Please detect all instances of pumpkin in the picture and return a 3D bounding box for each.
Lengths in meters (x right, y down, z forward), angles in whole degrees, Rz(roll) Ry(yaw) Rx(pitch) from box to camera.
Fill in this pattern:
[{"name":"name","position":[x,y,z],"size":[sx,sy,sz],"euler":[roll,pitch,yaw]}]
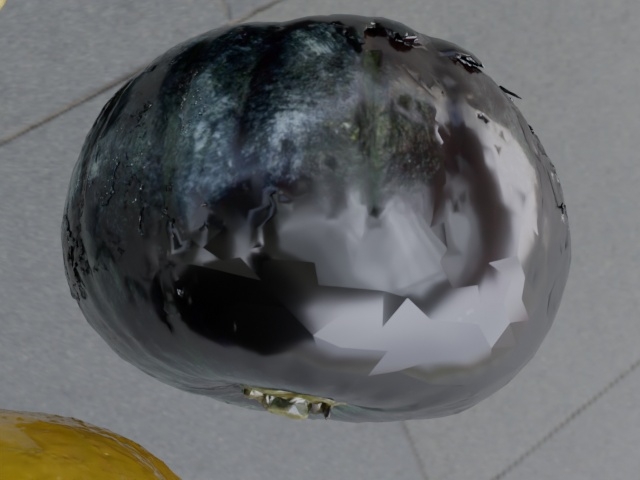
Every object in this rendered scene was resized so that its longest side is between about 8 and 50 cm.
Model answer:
[{"name":"pumpkin","position":[0.000,0.000,0.597],"size":[0.233,0.233,0.163],"euler":[19,68,-34]}]

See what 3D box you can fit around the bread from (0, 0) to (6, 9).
[{"name":"bread","position":[-0.340,-0.241,1.028],"size":[0.224,0.211,0.183],"euler":[-9,96,-2]}]

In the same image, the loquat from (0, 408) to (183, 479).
[{"name":"loquat","position":[-0.111,0.151,0.436],"size":[0.208,0.208,0.208],"euler":[-4,97,-33]}]
